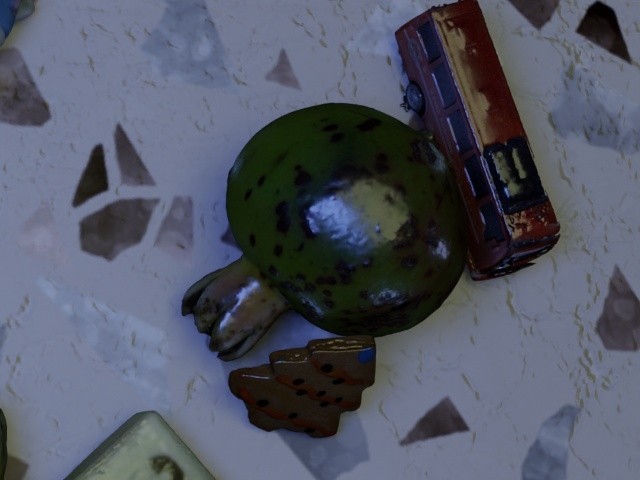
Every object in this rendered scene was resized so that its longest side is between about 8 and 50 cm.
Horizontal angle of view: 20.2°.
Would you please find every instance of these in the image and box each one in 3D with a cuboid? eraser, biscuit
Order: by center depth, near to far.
[{"bbox_3d":[-0.119,0.229,1.384,0.117,0.058,0.172,-43,96,-24],"label":"eraser"},{"bbox_3d":[-0.006,0.114,1.424,0.119,0.130,0.019,29,35,-36],"label":"biscuit"}]

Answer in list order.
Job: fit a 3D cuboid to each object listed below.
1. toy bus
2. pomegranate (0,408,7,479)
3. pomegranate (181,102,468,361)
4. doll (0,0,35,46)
[{"bbox_3d":[0.133,-0.086,1.538,0.073,0.096,0.235,-17,84,-22],"label":"toy bus"},{"bbox_3d":[-0.232,0.245,1.240,0.242,0.242,0.306,17,67,-18],"label":"pomegranate"},{"bbox_3d":[0.000,0.000,1.424,0.248,0.202,0.202,-43,97,4],"label":"pomegranate"},{"bbox_3d":[-0.279,-0.234,1.403,0.135,0.099,0.241,13,75,-14],"label":"doll"}]
